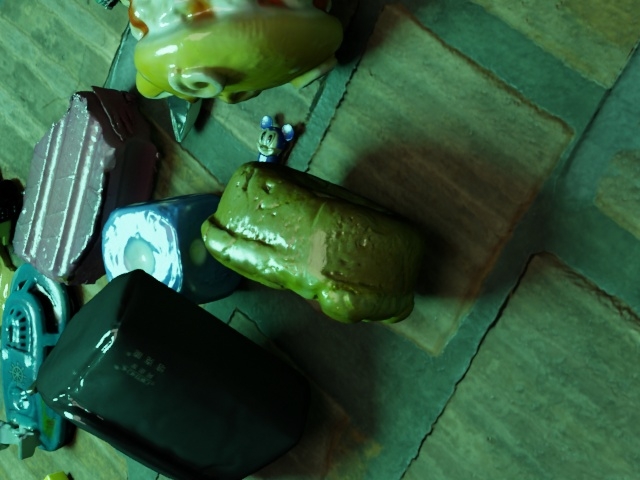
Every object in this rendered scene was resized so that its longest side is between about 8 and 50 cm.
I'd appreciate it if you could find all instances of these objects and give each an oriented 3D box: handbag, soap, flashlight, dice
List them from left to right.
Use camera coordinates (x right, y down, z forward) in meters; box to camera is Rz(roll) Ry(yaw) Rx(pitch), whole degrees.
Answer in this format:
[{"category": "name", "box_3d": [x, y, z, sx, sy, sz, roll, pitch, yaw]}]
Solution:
[{"category": "soap", "box_3d": [-0.335, -0.081, 1.564, 0.182, 0.112, 0.289, 25, 109, 32]}, {"category": "handbag", "box_3d": [-0.204, 0.213, 1.376, 0.275, 0.301, 0.178, -42, 26, 31]}, {"category": "dice", "box_3d": [-0.192, 0.012, 1.446, 0.146, 0.146, 0.143, -3, 95, 36]}, {"category": "flashlight", "box_3d": [-0.071, -0.098, 1.412, 0.057, 0.035, 0.121, 26, 109, 31]}]

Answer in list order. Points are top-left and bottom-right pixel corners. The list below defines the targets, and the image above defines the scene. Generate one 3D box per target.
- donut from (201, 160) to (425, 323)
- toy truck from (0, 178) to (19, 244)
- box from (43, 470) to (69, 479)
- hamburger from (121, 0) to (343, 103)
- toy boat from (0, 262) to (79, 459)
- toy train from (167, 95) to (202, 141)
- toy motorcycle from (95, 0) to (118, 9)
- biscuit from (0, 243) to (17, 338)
[{"category": "donut", "box_3d": [0.000, 0.000, 1.265, 0.261, 0.208, 0.128, 25, 100, 24]}, {"category": "toy truck", "box_3d": [-0.607, -0.066, 1.770, 0.257, 0.127, 0.127, 30, 126, 32]}, {"category": "box", "box_3d": [-0.448, 0.508, 1.751, 0.152, 0.043, 0.269, 53, 122, 20]}, {"category": "hamburger", "box_3d": [-0.121, -0.256, 1.300, 0.302, 0.261, 0.187, -3, 97, 39]}, {"category": "toy boat", "box_3d": [-0.452, 0.183, 1.681, 0.134, 0.092, 0.299, 9, 103, 31]}, {"category": "toy train", "box_3d": [-0.172, -0.258, 1.467, 0.055, 0.048, 0.252, 22, 113, 44]}, {"category": "toy motorcycle", "box_3d": [-0.308, -0.413, 1.547, 0.100, 0.058, 0.173, -23, 82, 29]}, {"category": "biscuit", "box_3d": [-0.558, 0.084, 1.803, 0.250, 0.035, 0.163, -5, 88, 39]}]
